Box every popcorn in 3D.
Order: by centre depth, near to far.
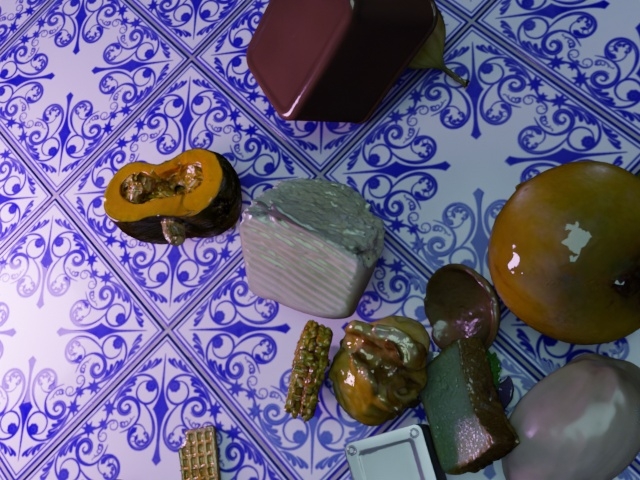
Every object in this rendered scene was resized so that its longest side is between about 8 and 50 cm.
[{"bbox_3d":[0.120,0.238,1.291,0.190,0.253,0.191,-22,74,-30],"label":"popcorn"}]

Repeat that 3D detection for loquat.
[{"bbox_3d":[0.457,0.013,1.234,0.328,0.328,0.359,-46,25,-1],"label":"loquat"}]

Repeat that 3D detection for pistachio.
[{"bbox_3d":[0.443,0.343,1.194,0.226,0.208,0.331,36,99,-14],"label":"pistachio"}]

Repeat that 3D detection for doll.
[{"bbox_3d":[0.315,0.306,1.314,0.115,0.050,0.190,5,72,24],"label":"doll"}]

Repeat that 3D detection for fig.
[{"bbox_3d":[0.234,-0.436,1.501,0.160,0.143,0.231,-40,65,-18],"label":"fig"}]

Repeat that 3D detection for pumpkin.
[{"bbox_3d":[-0.337,-0.081,1.564,0.317,0.139,0.221,-8,70,13],"label":"pumpkin"}]

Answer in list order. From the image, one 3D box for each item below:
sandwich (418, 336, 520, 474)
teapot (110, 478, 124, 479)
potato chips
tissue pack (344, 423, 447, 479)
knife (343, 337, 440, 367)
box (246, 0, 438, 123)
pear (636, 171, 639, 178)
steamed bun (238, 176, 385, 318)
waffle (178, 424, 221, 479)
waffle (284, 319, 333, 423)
[{"bbox_3d":[0.263,0.306,1.244,0.065,0.186,0.214,4,55,-25],"label":"sandwich"},{"bbox_3d":[-0.445,0.581,1.420,0.119,0.130,0.165,-2,105,30],"label":"teapot"},{"bbox_3d":[0.284,0.138,1.320,0.062,0.208,0.195,-15,39,-30],"label":"potato chips"},{"bbox_3d":[0.157,0.479,1.260,0.160,0.136,0.246,-18,70,10],"label":"tissue pack"},{"bbox_3d":[0.161,0.238,1.392,0.244,0.032,0.058,11,77,14],"label":"knife"},{"bbox_3d":[0.029,-0.428,1.425,0.239,0.229,0.339,59,135,22],"label":"box"},{"bbox_3d":[0.744,-0.090,1.250,0.293,0.159,0.292,-3,75,12],"label":"pear"},{"bbox_3d":[0.000,0.000,1.409,0.290,0.273,0.272,25,39,18],"label":"steamed bun"},{"bbox_3d":[-0.259,0.467,1.443,0.092,0.021,0.135,-14,71,12],"label":"waffle"},{"bbox_3d":[-0.024,0.257,1.348,0.070,0.197,0.193,14,90,-1],"label":"waffle"}]
